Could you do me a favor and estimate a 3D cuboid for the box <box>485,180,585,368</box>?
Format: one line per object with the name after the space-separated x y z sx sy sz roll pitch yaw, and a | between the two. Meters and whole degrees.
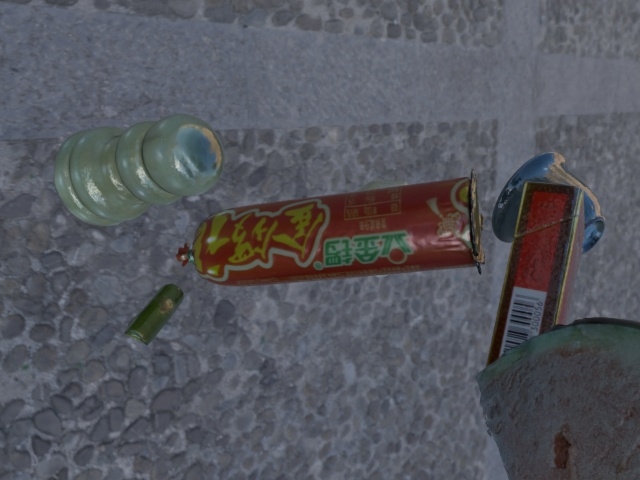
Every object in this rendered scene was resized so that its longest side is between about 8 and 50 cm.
0.257 0.069 0.748 0.153 0.074 0.240 37 66 -57 | box

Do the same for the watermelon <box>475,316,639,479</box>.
0.205 0.167 0.397 0.305 0.180 0.224 -93 170 -64 | watermelon

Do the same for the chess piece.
-0.297 -0.130 1.079 0.182 0.330 0.183 9 79 -49 | chess piece

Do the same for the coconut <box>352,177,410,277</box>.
0.148 -0.031 1.655 0.245 0.247 0.245 47 26 -31 | coconut

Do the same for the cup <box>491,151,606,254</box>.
0.445 -0.046 1.177 0.199 0.150 0.199 -21 132 -26 | cup

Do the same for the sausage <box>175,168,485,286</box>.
0.000 0.000 0.523 0.083 0.263 0.083 -7 90 -74 | sausage

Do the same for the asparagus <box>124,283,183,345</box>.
-0.231 0.107 0.876 0.178 0.045 0.041 -75 153 -74 | asparagus
